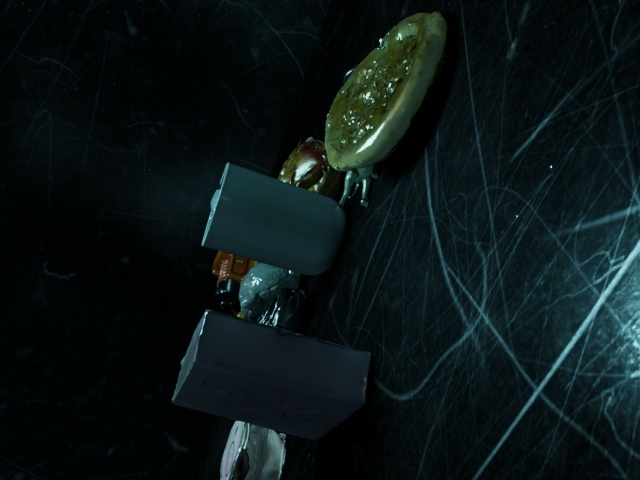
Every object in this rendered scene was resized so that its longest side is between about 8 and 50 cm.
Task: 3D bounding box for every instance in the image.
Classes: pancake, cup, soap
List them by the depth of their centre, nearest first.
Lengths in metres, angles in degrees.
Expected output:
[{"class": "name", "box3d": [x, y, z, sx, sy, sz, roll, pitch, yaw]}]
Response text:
[{"class": "soap", "box3d": [-0.095, 0.244, 1.342, 0.285, 0.296, 0.107, 122, 162, -59]}, {"class": "pancake", "box3d": [0.122, -0.296, 1.511, 0.382, 0.071, 0.382, -48, 23, 29]}, {"class": "cup", "box3d": [-0.108, -0.042, 1.814, 0.205, 0.312, 0.205, -163, 90, -79]}]

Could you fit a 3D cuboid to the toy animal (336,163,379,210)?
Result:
[{"class": "toy animal", "box3d": [0.099, -0.176, 1.639, 0.217, 0.074, 0.176, 113, 175, -52]}]

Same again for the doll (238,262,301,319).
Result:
[{"class": "doll", "box3d": [-0.123, 0.137, 2.168, 0.246, 0.158, 0.340, -41, -6, -5]}]

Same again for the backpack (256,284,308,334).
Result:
[{"class": "backpack", "box3d": [-0.105, 0.226, 1.912, 0.206, 0.133, 0.258, 121, 172, -82]}]

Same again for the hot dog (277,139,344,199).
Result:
[{"class": "hot dog", "box3d": [-0.066, -0.130, 2.105, 0.267, 0.174, 0.387, -58, 6, -21]}]

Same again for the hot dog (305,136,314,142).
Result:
[{"class": "hot dog", "box3d": [-0.075, -0.217, 2.537, 0.162, 0.082, 0.270, -68, 3, -59]}]

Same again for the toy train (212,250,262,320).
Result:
[{"class": "toy train", "box3d": [-0.240, 0.107, 2.490, 0.369, 0.232, 0.163, -87, 16, -49]}]

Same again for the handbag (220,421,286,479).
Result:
[{"class": "handbag", "box3d": [-0.151, 0.500, 1.693, 0.205, 0.116, 0.179, -86, 18, -55]}]

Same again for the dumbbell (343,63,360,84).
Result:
[{"class": "dumbbell", "box3d": [0.099, -0.354, 1.839, 0.099, 0.099, 0.208, 120, 164, -50]}]
